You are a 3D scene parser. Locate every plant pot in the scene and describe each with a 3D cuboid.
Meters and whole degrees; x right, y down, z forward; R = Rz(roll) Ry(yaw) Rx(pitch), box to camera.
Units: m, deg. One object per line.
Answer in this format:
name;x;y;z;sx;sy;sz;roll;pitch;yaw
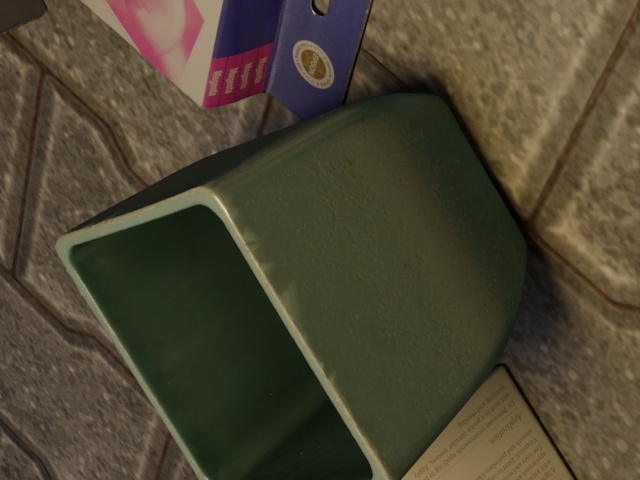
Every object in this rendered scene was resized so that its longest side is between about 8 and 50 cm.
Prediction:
plant pot;0.007;0.023;1.481;0.248;0.252;0.247;-15;108;56

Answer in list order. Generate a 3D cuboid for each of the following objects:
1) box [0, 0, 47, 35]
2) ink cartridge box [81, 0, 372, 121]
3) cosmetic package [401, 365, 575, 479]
box;-0.381;-0.310;1.594;0.343;0.179;0.312;64;174;-14
ink cartridge box;-0.101;-0.260;1.518;0.330;0.071;0.324;41;146;19
cosmetic package;0.110;0.226;1.644;0.151;0.151;0.184;-19;104;57
